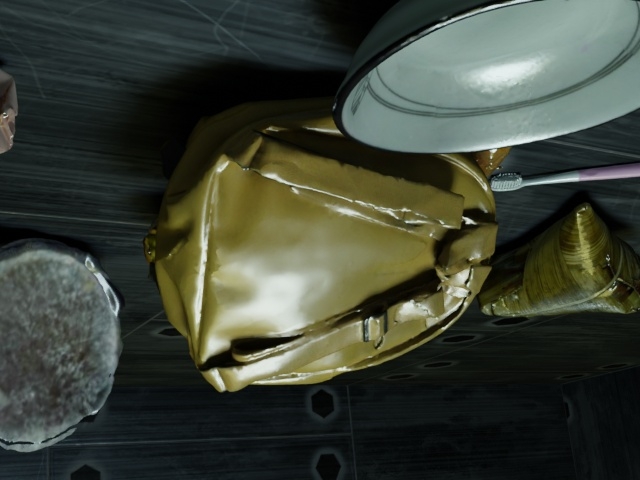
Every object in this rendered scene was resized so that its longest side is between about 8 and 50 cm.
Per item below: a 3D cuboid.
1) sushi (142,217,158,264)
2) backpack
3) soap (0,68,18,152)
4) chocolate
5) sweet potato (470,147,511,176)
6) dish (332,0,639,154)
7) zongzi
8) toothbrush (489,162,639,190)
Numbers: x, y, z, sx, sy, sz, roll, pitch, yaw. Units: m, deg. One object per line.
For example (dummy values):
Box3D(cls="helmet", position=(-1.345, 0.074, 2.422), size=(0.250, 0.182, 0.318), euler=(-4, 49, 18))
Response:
Box3D(cls="sushi", position=(-0.111, 0.031, 1.236), size=(0.296, 0.166, 0.179), euler=(33, 134, -32))
Box3D(cls="backpack", position=(0.001, 0.005, 0.994), size=(0.378, 0.201, 0.353), euler=(6, 120, -22))
Box3D(cls="soap", position=(-0.398, -0.133, 0.730), size=(0.218, 0.098, 0.273), euler=(-12, 161, 19))
Box3D(cls="chocolate", position=(-0.468, 0.143, 1.317), size=(0.213, 0.303, 0.303), euler=(2, 170, 36))
Box3D(cls="sweet potato", position=(0.173, -0.091, 1.093), size=(0.072, 0.066, 0.314), euler=(35, 157, -3))
Box3D(cls="dish", position=(0.156, -0.172, 0.770), size=(0.316, 0.106, 0.316), euler=(-6, 165, -2))
Box3D(cls="zongzi", position=(0.361, 0.030, 1.467), size=(0.286, 0.134, 0.288), euler=(-11, 149, 31))
Box3D(cls="toothbrush", position=(0.375, -0.092, 1.227), size=(0.286, 0.020, 0.025), euler=(-6, 156, 1))
